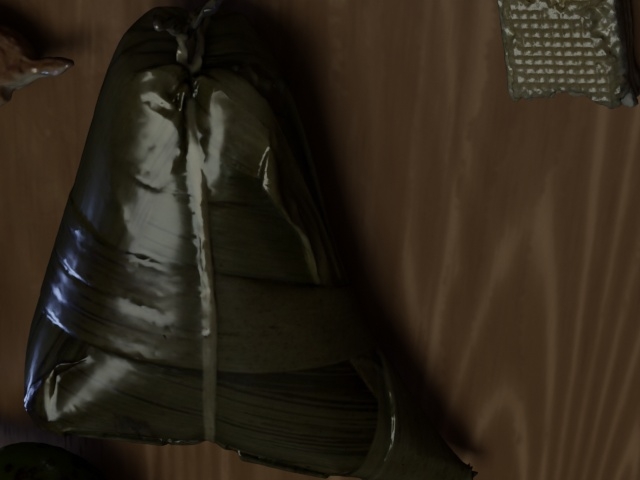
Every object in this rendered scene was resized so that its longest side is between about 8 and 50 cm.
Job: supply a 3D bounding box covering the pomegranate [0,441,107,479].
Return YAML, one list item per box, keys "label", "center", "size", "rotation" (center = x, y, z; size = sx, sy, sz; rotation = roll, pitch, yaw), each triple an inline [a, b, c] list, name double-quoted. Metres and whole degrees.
- label: "pomegranate"
  center: [-0.345, 0.298, 2.027]
  size: [0.231, 0.231, 0.286]
  rotation: [-27, 98, 37]

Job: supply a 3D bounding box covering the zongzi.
- label: "zongzi"
  center: [-0.002, -0.012, 1.701]
  size: [0.466, 0.218, 0.500]
  rotation: [11, 120, -15]

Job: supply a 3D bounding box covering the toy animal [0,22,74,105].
- label: "toy animal"
  center: [-0.337, -0.214, 1.714]
  size: [0.183, 0.104, 0.185]
  rotation: [-13, 112, 34]

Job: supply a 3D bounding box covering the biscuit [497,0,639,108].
- label: "biscuit"
  center: [0.197, -0.215, 1.487]
  size: [0.108, 0.062, 0.239]
  rotation: [4, 126, 23]
